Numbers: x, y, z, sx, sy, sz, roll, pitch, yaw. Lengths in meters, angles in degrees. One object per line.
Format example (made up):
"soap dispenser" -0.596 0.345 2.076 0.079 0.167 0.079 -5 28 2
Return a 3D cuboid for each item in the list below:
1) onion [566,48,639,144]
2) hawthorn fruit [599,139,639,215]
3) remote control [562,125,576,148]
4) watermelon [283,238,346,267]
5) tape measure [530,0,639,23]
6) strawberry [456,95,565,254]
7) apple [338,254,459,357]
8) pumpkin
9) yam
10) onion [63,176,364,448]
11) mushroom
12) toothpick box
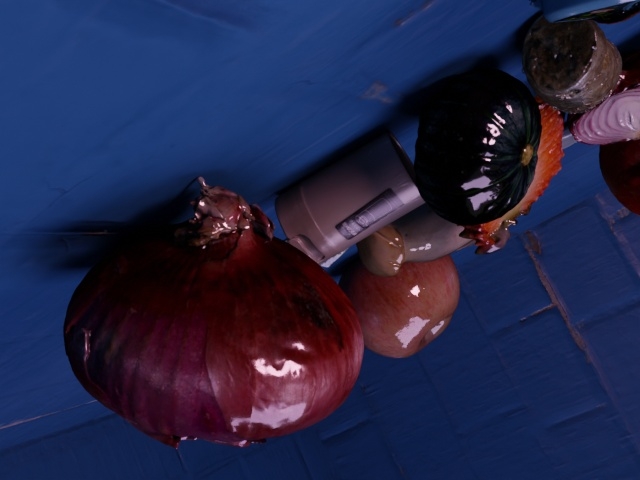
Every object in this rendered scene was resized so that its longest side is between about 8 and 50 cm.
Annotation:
"onion" 0.466 -0.235 1.098 0.151 0.098 0.206 30 147 -32
"hawthorn fruit" 0.654 -0.167 1.315 0.369 0.285 0.285 -22 169 -42
"remote control" 0.499 -0.208 1.445 0.061 0.029 0.162 -27 169 15
"watermelon" 0.002 0.001 1.283 0.180 0.081 0.094 -23 -165 13
"tape measure" 0.258 -0.235 0.637 0.125 0.081 0.146 -13 -170 -11
"strawberry" 0.290 -0.140 1.143 0.233 0.137 0.306 -41 148 -21
"apple" 0.207 0.147 1.799 0.344 0.269 0.345 -25 167 -6
"pumpkin" 0.192 -0.111 0.872 0.150 0.194 0.194 -10 178 32
"yam" 0.296 -0.209 0.850 0.107 0.107 0.183 -31 165 25
"onion" -0.115 0.069 0.830 0.347 0.347 0.285 -14 120 -45
"mushroom" 0.240 -0.036 1.401 0.407 0.138 0.154 -16 177 -29
"toothpick box" 0.040 -0.054 0.952 0.180 0.111 0.111 -30 168 15
